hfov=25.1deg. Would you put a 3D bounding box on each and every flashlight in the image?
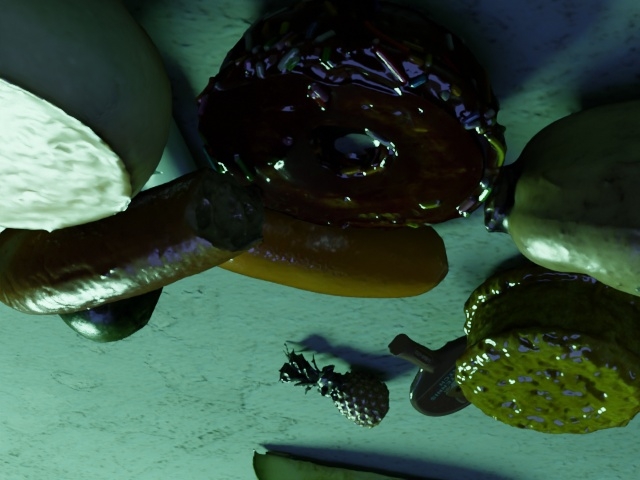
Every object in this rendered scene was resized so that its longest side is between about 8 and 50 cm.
[{"bbox_3d":[-0.129,-0.049,1.223,0.093,0.047,0.200,-4,146,16],"label":"flashlight"}]

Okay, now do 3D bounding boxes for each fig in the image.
[{"bbox_3d":[-0.193,0.044,1.341,0.117,0.117,0.177,4,164,9],"label":"fig"}]

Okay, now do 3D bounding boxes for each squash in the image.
[{"bbox_3d":[0.055,0.312,1.695,0.252,0.093,0.169,30,144,-29],"label":"squash"}]

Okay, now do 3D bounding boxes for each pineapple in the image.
[{"bbox_3d":[0.011,0.151,1.492,0.124,0.058,0.058,24,145,-21],"label":"pineapple"}]

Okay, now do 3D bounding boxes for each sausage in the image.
[{"bbox_3d":[-0.173,0.009,1.137,0.302,0.103,0.076,-14,108,39],"label":"sausage"},{"bbox_3d":[0.000,0.000,1.210,0.238,0.098,0.098,13,148,-20],"label":"sausage"}]

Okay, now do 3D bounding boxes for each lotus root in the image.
[{"bbox_3d":[0.247,-0.027,1.062,0.256,0.154,0.140,1,153,19],"label":"lotus root"}]

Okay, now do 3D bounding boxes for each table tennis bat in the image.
[{"bbox_3d":[0.095,0.092,1.422,0.107,0.119,0.170,-46,141,10],"label":"table tennis bat"}]

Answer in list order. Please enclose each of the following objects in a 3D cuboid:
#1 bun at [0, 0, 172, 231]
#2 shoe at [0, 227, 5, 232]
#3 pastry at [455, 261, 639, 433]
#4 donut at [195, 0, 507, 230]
[{"bbox_3d":[-0.251,-0.132,1.016,0.298,0.165,0.299,7,155,3],"label":"bun"},{"bbox_3d":[-0.253,-0.042,1.254,0.194,0.074,0.077,-14,153,36],"label":"shoe"},{"bbox_3d":[0.216,0.099,1.312,0.188,0.103,0.189,7,147,5],"label":"pastry"},{"bbox_3d":[0.026,-0.095,1.073,0.235,0.089,0.235,7,148,5],"label":"donut"}]
